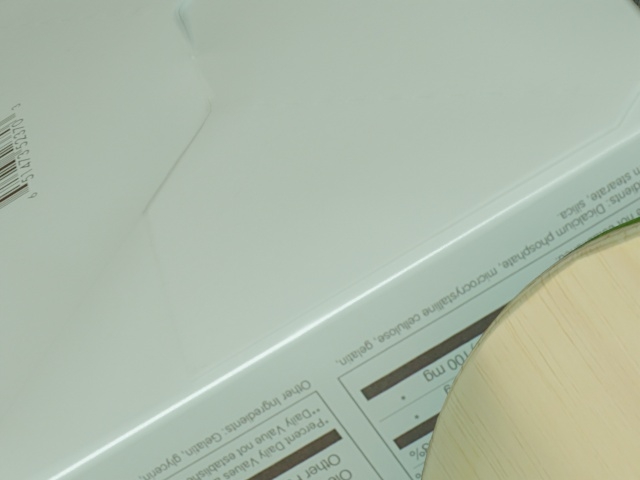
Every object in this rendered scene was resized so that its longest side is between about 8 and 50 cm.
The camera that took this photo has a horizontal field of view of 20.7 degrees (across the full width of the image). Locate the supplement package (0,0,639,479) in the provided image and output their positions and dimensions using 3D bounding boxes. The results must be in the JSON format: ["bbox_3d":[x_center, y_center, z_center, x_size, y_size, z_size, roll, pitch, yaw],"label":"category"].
[{"bbox_3d":[-0.002,-0.001,0.512,0.145,0.204,0.262,55,-173,-34],"label":"supplement package"}]

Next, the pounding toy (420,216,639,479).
[{"bbox_3d":[0.126,0.100,0.361,0.183,0.110,0.236,-3,98,46],"label":"pounding toy"}]

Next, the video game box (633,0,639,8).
[{"bbox_3d":[0.119,-0.036,0.646,0.187,0.048,0.205,-111,19,-56],"label":"video game box"}]
